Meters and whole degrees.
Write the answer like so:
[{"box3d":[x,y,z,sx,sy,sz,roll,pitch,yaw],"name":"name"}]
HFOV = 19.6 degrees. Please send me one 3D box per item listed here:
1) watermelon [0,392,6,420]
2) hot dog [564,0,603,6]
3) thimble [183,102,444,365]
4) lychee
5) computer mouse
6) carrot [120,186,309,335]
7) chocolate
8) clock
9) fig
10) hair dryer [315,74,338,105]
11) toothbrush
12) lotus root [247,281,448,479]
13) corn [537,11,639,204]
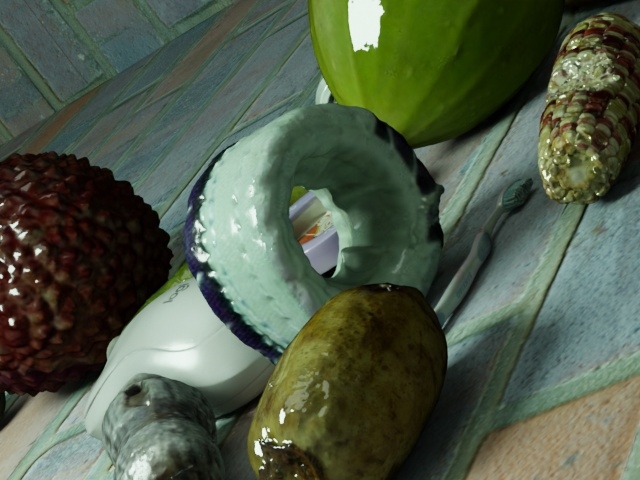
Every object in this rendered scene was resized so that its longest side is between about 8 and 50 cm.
[{"box3d":[-0.443,0.194,2.312,0.105,0.105,0.133,-23,38,42],"name":"watermelon"},{"box3d":[0.352,-0.321,2.174,0.088,0.061,0.286,-31,13,-26],"name":"hot dog"},{"box3d":[-0.005,-0.001,1.728,0.237,0.237,0.150,-47,15,-34],"name":"thimble"},{"box3d":[-0.337,0.038,2.230,0.330,0.306,0.306,-13,2,-29],"name":"lychee"},{"box3d":[-0.142,0.111,1.879,0.297,0.121,0.184,-16,27,50],"name":"computer mouse"},{"box3d":[-0.105,0.016,2.172,0.358,0.074,0.074,-42,16,-14],"name":"carrot"},{"box3d":[-0.140,0.192,1.666,0.110,0.110,0.248,-36,17,4],"name":"chocolate"},{"box3d":[0.000,0.000,1.989,0.172,0.064,0.198,-31,16,21],"name":"clock"},{"box3d":[0.119,-0.248,2.076,0.316,0.316,0.316,-34,15,11],"name":"fig"},{"box3d":[0.159,-0.260,2.355,0.357,0.107,0.173,-28,20,18],"name":"hair dryer"},{"box3d":[0.141,0.017,1.708,0.027,0.021,0.269,-30,16,43],"name":"toothbrush"},{"box3d":[0.027,0.114,1.472,0.145,0.128,0.260,-38,10,38],"name":"lotus root"},{"box3d":[0.254,-0.125,1.736,0.098,0.098,0.290,-28,18,29],"name":"corn"}]
